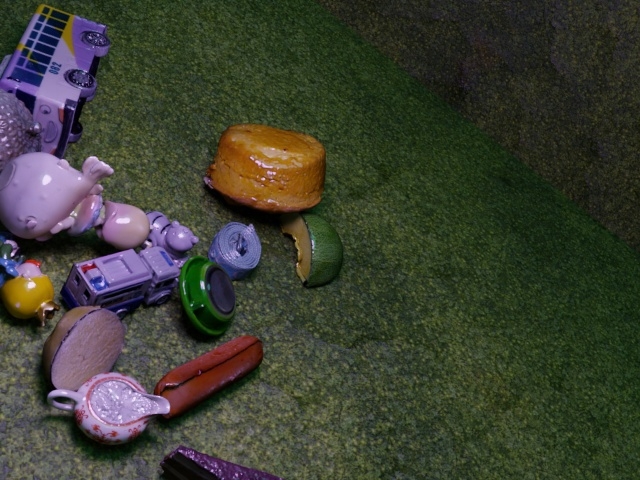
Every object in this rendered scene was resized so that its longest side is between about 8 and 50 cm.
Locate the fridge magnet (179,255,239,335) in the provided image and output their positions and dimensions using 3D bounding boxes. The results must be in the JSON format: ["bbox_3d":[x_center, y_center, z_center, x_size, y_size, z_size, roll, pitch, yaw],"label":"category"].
[{"bbox_3d":[-0.280,0.137,1.923,0.208,0.088,0.208,50,29,-42],"label":"fridge magnet"}]

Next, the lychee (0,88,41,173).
[{"bbox_3d":[-0.813,-0.243,1.860,0.275,0.255,0.255,-17,52,3],"label":"lychee"}]

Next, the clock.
[{"bbox_3d":[-0.407,-0.019,2.013,0.176,0.117,0.080,35,39,1],"label":"clock"}]

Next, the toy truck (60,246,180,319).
[{"bbox_3d":[-0.464,0.096,1.830,0.268,0.155,0.124,-20,63,-45],"label":"toy truck"}]

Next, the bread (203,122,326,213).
[{"bbox_3d":[-0.158,-0.221,2.275,0.359,0.204,0.337,9,23,-3],"label":"bread"}]

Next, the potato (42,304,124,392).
[{"bbox_3d":[-0.540,0.228,1.674,0.117,0.182,0.202,19,67,27],"label":"potato"}]

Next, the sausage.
[{"bbox_3d":[-0.262,0.314,1.803,0.102,0.102,0.330,49,41,16],"label":"sausage"}]

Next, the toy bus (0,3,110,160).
[{"bbox_3d":[-0.751,-0.445,2.125,0.249,0.209,0.439,18,42,-18],"label":"toy bus"}]

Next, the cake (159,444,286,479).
[{"bbox_3d":[-0.197,0.518,1.634,0.295,0.116,0.112,30,36,-10],"label":"cake"}]

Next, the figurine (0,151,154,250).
[{"bbox_3d":[-0.551,-0.083,1.821,0.394,0.275,0.226,28,37,-39],"label":"figurine"}]

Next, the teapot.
[{"bbox_3d":[-0.452,0.354,1.621,0.246,0.116,0.159,11,58,-29],"label":"teapot"}]

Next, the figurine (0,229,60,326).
[{"bbox_3d":[-0.676,0.083,1.738,0.234,0.127,0.185,25,23,2],"label":"figurine"}]

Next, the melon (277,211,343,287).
[{"bbox_3d":[0.000,0.000,2.273,0.169,0.129,0.265,3,47,-34],"label":"melon"}]

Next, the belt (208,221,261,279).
[{"bbox_3d":[-0.234,0.026,2.119,0.148,0.082,0.163,5,49,-37],"label":"belt"}]
